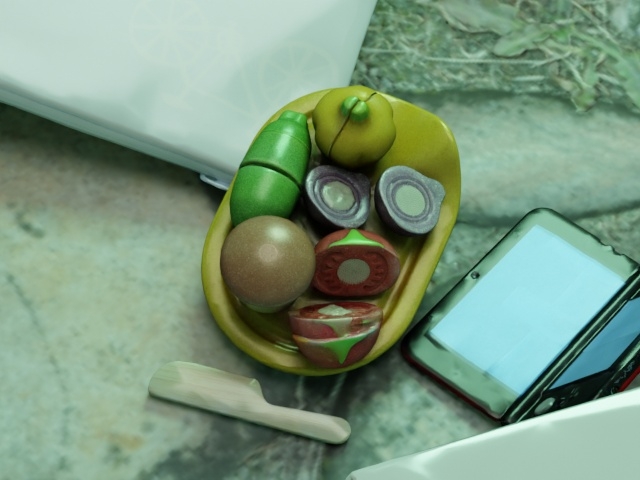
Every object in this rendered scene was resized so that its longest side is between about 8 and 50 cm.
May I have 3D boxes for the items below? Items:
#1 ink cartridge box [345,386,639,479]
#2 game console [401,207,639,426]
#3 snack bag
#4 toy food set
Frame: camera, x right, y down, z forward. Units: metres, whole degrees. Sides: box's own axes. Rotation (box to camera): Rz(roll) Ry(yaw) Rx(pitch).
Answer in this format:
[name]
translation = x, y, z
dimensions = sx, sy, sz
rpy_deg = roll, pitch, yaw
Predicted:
[ink cartridge box]
translation = 0.112, 0.185, 0.802
dimensions = 0.211, 0.289, 0.121
rpy_deg = -15, 58, -16
[game console]
translation = 0.138, 0.035, 1.038
dimensions = 0.085, 0.124, 0.144
rpy_deg = 49, 61, -5
[snack bag]
translation = -0.105, -0.219, 1.099
dimensions = 0.323, 0.037, 0.343
rpy_deg = 20, 81, -6
[toy food set]
translation = 0.000, 0.000, 1.022
dimensions = 0.128, 0.071, 0.218
rpy_deg = 22, 71, 6
